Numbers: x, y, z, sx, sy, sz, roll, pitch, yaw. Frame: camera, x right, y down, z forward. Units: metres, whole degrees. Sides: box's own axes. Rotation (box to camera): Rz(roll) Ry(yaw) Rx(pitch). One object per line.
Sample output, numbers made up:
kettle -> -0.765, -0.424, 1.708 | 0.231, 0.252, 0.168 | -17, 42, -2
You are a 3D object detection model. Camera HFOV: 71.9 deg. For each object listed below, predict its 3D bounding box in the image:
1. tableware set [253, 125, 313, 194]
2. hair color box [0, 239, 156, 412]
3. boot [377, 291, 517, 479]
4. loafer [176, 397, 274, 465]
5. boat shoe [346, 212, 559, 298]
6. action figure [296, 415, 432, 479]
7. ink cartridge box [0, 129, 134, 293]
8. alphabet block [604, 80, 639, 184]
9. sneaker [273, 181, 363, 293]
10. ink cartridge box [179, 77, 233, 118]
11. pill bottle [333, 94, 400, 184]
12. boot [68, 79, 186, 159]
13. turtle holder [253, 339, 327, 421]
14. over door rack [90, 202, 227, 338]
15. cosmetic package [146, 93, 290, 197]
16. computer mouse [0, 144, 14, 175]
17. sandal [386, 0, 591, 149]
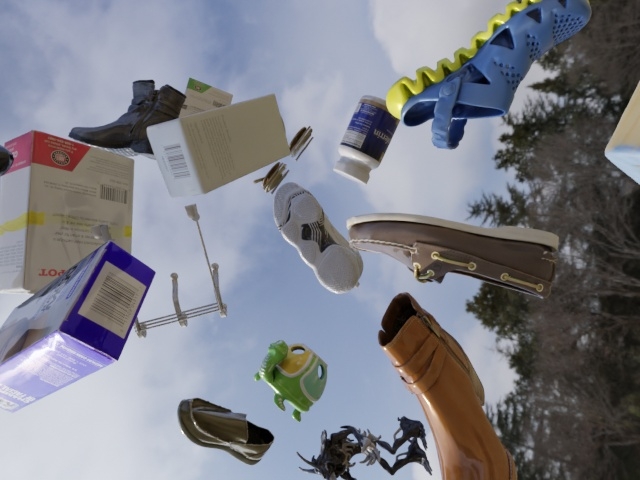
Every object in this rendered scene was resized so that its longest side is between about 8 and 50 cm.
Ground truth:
tableware set -> -0.089, -0.205, 1.094 | 0.194, 0.039, 0.128 | -53, -2, 2
hair color box -> -0.456, 0.156, 0.769 | 0.110, 0.338, 0.185 | 43, -147, -31
boot -> 0.167, 0.217, 0.620 | 0.220, 0.109, 0.283 | 52, -150, -17
loafer -> -0.197, 0.399, 0.954 | 0.087, 0.094, 0.251 | -39, -56, 14
boat shoe -> 0.196, 0.022, 0.691 | 0.116, 0.323, 0.097 | 58, -140, -80
action figure -> 0.094, 0.463, 0.924 | 0.275, 0.141, 0.164 | -10, -71, -10
ink cartridge box -> -0.657, -0.049, 1.153 | 0.279, 0.160, 0.386 | 13, -107, -59
alphabet block -> 0.472, -0.135, 0.459 | 0.192, 0.193, 0.197 | 23, -87, -25
sneaker -> 0.000, 0.000, 1.304 | 0.137, 0.366, 0.210 | -37, -17, 8
ink cartridge box -> -0.411, -0.428, 1.538 | 0.160, 0.092, 0.220 | 18, -114, -21
pill bottle -> 0.151, -0.330, 1.471 | 0.153, 0.153, 0.265 | 17, -81, -52
boot -> -0.573, -0.369, 1.329 | 0.118, 0.337, 0.223 | 37, -118, -86
turtle holder -> -0.115, 0.496, 1.675 | 0.227, 0.243, 0.320 | -46, -75, -12
over door rack -> -0.387, 0.071, 1.116 | 0.239, 0.108, 0.325 | -14, -67, -8
cosmetic package -> -0.157, -0.163, 0.736 | 0.231, 0.085, 0.118 | -38, -60, -51
computer mouse -> -0.625, -0.146, 0.767 | 0.041, 0.241, 0.071 | 63, -139, -52
sandal -> 0.266, -0.252, 0.697 | 0.126, 0.317, 0.138 | 10, -125, -53
